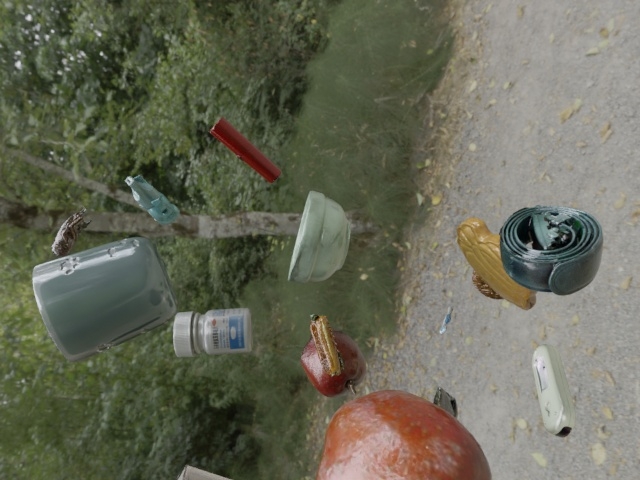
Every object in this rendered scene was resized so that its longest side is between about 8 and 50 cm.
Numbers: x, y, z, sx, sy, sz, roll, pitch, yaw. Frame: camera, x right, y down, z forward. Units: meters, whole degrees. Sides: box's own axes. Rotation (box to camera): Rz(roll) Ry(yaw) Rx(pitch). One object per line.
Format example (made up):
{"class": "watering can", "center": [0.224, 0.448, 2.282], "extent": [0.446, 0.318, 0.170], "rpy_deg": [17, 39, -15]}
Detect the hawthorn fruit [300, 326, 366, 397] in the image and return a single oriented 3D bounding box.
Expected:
{"class": "hawthorn fruit", "center": [0.055, 0.411, 1.400], "extent": [0.250, 0.215, 0.215], "rpy_deg": [37, 112, 47]}

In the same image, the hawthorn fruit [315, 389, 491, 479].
{"class": "hawthorn fruit", "center": [0.115, 0.321, 0.587], "extent": [0.263, 0.235, 0.231], "rpy_deg": [-53, 39, 44]}

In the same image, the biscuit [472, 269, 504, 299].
{"class": "biscuit", "center": [0.645, 0.138, 1.543], "extent": [0.187, 0.188, 0.027], "rpy_deg": [-59, -4, 39]}

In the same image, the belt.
{"class": "belt", "center": [0.519, 0.023, 0.968], "extent": [0.267, 0.207, 0.116], "rpy_deg": [-54, -44, -47]}

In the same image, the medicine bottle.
{"class": "medicine bottle", "center": [-0.242, 0.210, 0.977], "extent": [0.105, 0.168, 0.105], "rpy_deg": [177, 90, -84]}

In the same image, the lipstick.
{"class": "lipstick", "center": [-0.256, -0.310, 1.492], "extent": [0.073, 0.280, 0.073], "rpy_deg": [-41, 23, 21]}

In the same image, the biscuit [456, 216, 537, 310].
{"class": "biscuit", "center": [0.546, 0.070, 1.337], "extent": [0.057, 0.351, 0.312], "rpy_deg": [-38, 56, -5]}

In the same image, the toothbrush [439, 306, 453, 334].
{"class": "toothbrush", "center": [0.277, 0.173, 0.936], "extent": [0.017, 0.014, 0.162], "rpy_deg": [-48, -10, 21]}

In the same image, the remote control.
{"class": "remote control", "center": [0.508, 0.322, 0.940], "extent": [0.221, 0.042, 0.078], "rpy_deg": [-67, -6, -51]}

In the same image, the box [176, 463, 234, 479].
{"class": "box", "center": [-0.334, 0.807, 1.267], "extent": [0.203, 0.252, 0.106], "rpy_deg": [-59, 16, 15]}

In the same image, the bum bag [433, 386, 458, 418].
{"class": "bum bag", "center": [0.371, 0.503, 1.260], "extent": [0.069, 0.248, 0.102], "rpy_deg": [17, 72, 31]}

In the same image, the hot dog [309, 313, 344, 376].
{"class": "hot dog", "center": [0.017, 0.298, 1.229], "extent": [0.072, 0.055, 0.188], "rpy_deg": [-34, 70, 55]}

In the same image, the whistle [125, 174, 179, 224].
{"class": "whistle", "center": [-0.616, -0.143, 1.572], "extent": [0.093, 0.274, 0.186], "rpy_deg": [-43, 58, -8]}

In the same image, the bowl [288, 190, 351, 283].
{"class": "bowl", "center": [0.000, 0.000, 1.395], "extent": [0.307, 0.163, 0.307], "rpy_deg": [-168, 90, -83]}

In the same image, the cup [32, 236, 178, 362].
{"class": "cup", "center": [-0.548, 0.133, 1.145], "extent": [0.357, 0.275, 0.259], "rpy_deg": [13, 121, 69]}

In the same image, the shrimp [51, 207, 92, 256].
{"class": "shrimp", "center": [-0.847, -0.032, 1.454], "extent": [0.075, 0.073, 0.190], "rpy_deg": [-6, 59, 44]}
